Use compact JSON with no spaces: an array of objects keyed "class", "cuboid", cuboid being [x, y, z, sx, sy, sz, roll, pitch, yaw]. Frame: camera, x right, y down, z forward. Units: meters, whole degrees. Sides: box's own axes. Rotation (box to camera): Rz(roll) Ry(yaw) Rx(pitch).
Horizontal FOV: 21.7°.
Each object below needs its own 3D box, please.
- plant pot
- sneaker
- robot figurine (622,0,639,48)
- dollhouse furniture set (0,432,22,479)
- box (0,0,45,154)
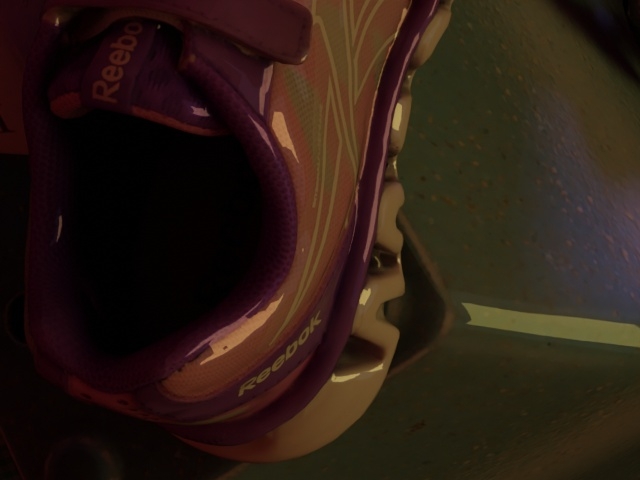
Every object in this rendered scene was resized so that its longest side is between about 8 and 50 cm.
[{"class":"plant pot","cuboid":[0.000,0.000,0.581,0.248,0.247,0.252,62,23,14]},{"class":"sneaker","cuboid":[-0.021,-0.059,0.390,0.104,0.095,0.236,-1,100,-66]},{"class":"robot figurine","cuboid":[0.084,-0.170,0.559,0.291,0.085,0.211,28,43,-40]},{"class":"dollhouse furniture set","cuboid":[-0.095,0.102,0.675,0.301,0.151,0.197,-58,147,-57]},{"class":"box","cuboid":[-0.135,-0.131,0.447,0.119,0.181,0.182,69,30,-53]}]
